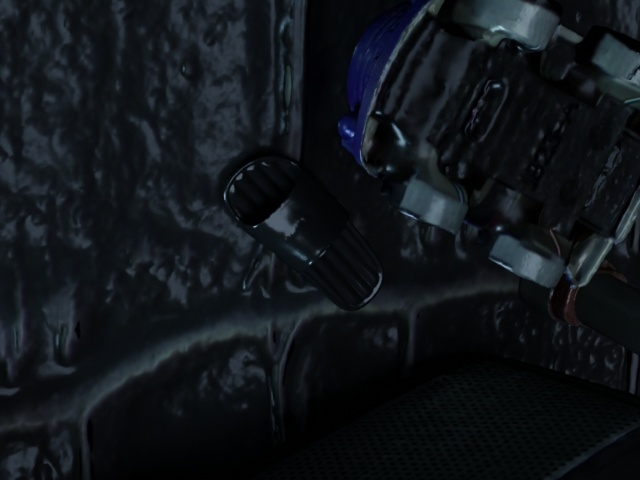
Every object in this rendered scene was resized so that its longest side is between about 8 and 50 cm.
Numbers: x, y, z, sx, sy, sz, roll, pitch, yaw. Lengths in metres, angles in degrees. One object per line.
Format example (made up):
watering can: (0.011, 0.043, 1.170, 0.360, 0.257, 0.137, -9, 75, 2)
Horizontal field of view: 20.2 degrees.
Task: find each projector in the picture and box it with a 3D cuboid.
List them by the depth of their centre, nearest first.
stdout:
projector: (0.071, 0.327, 1.261, 0.405, 0.242, 0.395, -25, 118, -38)

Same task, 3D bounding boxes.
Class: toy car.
toy car: (0.111, -0.085, 1.209, 0.235, 0.158, 0.172, 25, 93, -34)

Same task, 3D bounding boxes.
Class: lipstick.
lipstick: (0.227, 0.054, 1.314, 0.063, 0.186, 0.057, 7, 104, -33)

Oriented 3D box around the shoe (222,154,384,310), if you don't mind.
shoe: (0.000, 0.000, 1.241, 0.062, 0.053, 0.159, -47, 128, -3)
